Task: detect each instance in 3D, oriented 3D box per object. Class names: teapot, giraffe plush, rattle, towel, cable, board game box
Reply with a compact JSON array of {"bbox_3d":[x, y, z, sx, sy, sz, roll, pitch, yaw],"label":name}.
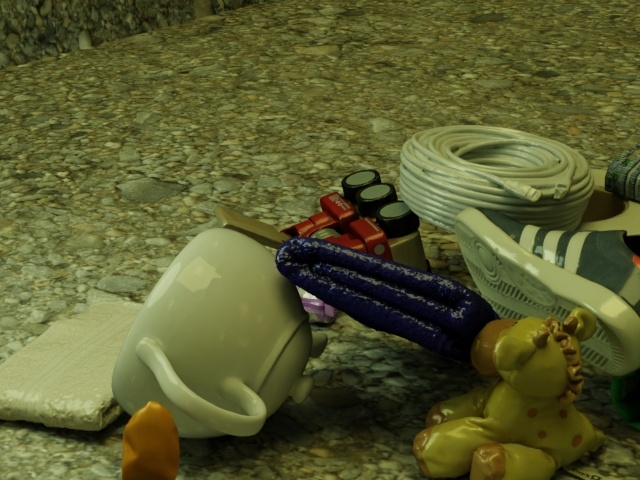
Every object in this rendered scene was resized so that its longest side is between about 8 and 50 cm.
[{"bbox_3d":[-0.095,0.122,1.417,0.187,0.252,0.256,30,61,8],"label":"teapot"},{"bbox_3d":[0.205,0.154,1.329,0.210,0.170,0.181,6,24,22],"label":"giraffe plush"},{"bbox_3d":[-0.185,0.260,1.181,0.130,0.142,0.200,29,29,23],"label":"rattle"},{"bbox_3d":[-0.267,0.143,1.577,0.187,0.049,0.282,3,23,26],"label":"towel"},{"bbox_3d":[0.232,-0.081,1.724,0.257,0.089,0.257,16,25,28],"label":"cable"},{"bbox_3d":[0.085,0.076,1.461,0.228,0.076,0.308,16,-6,16],"label":"towel"},{"bbox_3d":[0.521,-0.107,1.771,0.194,0.060,0.194,-30,32,-32],"label":"board game box"}]

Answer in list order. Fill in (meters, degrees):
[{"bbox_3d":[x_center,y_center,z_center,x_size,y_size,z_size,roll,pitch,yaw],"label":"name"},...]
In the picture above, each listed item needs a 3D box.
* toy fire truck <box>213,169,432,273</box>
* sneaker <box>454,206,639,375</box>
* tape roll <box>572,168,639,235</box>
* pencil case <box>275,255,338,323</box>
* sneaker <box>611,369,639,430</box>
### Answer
[{"bbox_3d":[0.000,0.000,1.794,0.246,0.158,0.217,-21,26,-10],"label":"toy fire truck"},{"bbox_3d":[0.292,0.032,1.486,0.148,0.131,0.350,-30,34,-16],"label":"sneaker"},{"bbox_3d":[0.349,-0.008,1.797,0.286,0.100,0.286,-3,22,1],"label":"tape roll"},{"bbox_3d":[-0.073,0.063,1.703,0.206,0.086,0.088,2,15,12],"label":"pencil case"},{"bbox_3d":[0.377,0.138,1.423,0.124,0.109,0.295,0,22,3],"label":"sneaker"}]
